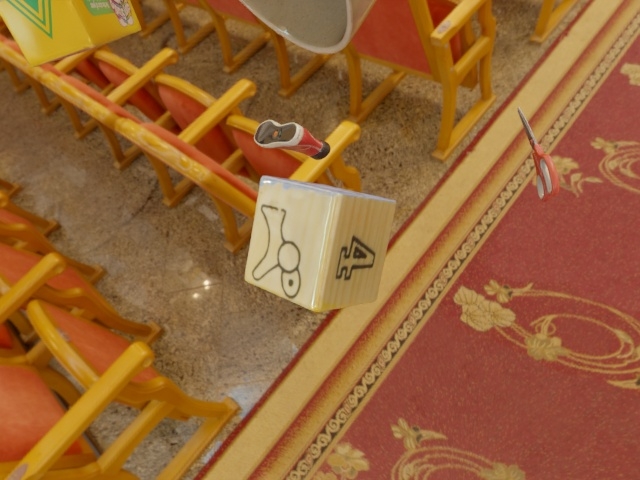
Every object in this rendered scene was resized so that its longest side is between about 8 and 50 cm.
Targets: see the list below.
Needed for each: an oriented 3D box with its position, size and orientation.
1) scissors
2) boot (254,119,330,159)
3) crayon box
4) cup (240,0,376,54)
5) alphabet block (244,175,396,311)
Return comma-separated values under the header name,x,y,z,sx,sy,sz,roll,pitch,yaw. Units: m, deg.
name,x,y,z,sx,sy,sz,roll,pitch,yaw
scissors,0.524,-0.231,1.086,0.021,0.109,0.297,-6,68,10
boot,-0.087,-0.308,1.424,0.244,0.176,0.089,19,90,47
crayon box,-0.418,-0.457,0.683,0.106,0.313,0.363,-17,30,-1
cup,-0.015,-0.408,0.461,0.237,0.331,0.331,-49,58,-3
alphabet block,0.000,0.000,0.822,0.192,0.193,0.197,19,102,39
